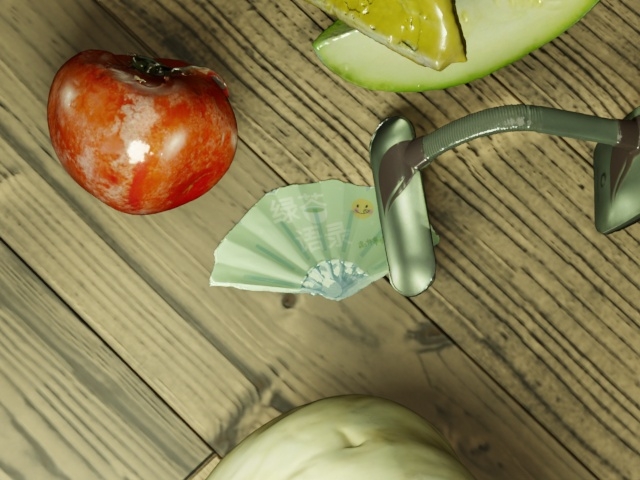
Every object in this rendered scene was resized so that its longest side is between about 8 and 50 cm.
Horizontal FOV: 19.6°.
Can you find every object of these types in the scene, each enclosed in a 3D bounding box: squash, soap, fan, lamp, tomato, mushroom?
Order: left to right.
[{"bbox_3d":[-0.174,-0.107,1.792,0.187,0.151,0.187,8,25,-4],"label":"tomato"},{"bbox_3d":[0.000,0.000,1.846,0.240,0.009,0.131,-11,68,-13],"label":"fan"},{"bbox_3d":[0.036,0.292,1.568,0.353,0.353,0.325,-4,83,-10],"label":"mushroom"},{"bbox_3d":[0.096,-0.354,1.865,0.304,0.169,0.339,-42,53,-19],"label":"soap"},{"bbox_3d":[0.166,-0.224,1.900,0.203,0.111,0.289,22,55,43],"label":"squash"},{"bbox_3d":[0.199,-0.041,1.829,0.283,0.124,0.203,2,68,-8],"label":"lamp"}]
